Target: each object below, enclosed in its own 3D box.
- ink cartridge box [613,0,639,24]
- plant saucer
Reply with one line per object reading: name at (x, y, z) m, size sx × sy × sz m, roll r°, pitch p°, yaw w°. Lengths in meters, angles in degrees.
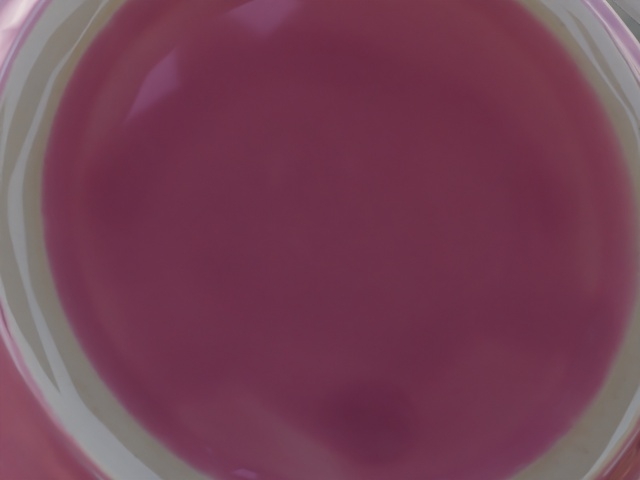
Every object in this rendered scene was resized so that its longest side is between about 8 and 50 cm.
ink cartridge box at (0.195, -0.090, 0.497) m, size 0.273 × 0.197 × 0.114 m, roll 45°, pitch 14°, yaw 15°
plant saucer at (0.000, 0.000, 0.697) m, size 0.332 × 0.332 × 0.084 m, roll -7°, pitch -13°, yaw -18°
